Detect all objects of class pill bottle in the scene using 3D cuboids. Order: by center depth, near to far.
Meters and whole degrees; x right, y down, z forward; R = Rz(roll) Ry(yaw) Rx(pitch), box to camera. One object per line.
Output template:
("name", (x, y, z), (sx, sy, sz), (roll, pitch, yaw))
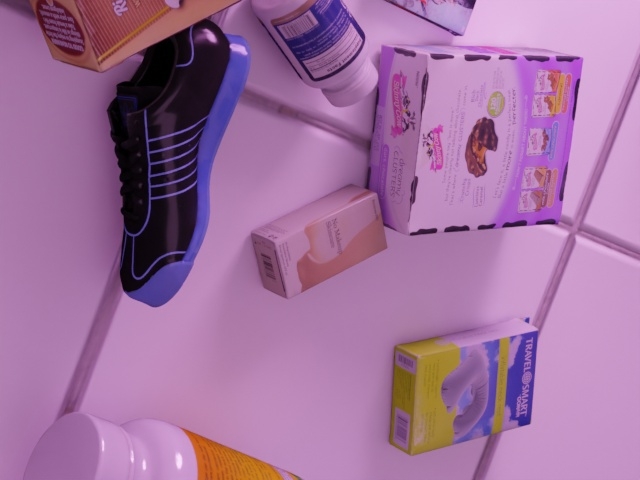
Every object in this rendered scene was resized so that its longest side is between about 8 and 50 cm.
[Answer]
("pill bottle", (-0.121, 0.227, 1.189), (0.246, 0.136, 0.136), (30, 86, -39))
("pill bottle", (-0.001, -0.170, 1.195), (0.067, 0.067, 0.120), (-48, 127, -14))

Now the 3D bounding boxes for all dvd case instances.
("dvd case", (0.100, -0.243, 1.282), (0.119, 0.013, 0.087), (19, 93, -38))

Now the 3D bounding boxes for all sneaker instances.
("sneaker", (-0.131, -0.067, 1.128), (0.090, 0.081, 0.232), (17, 88, -36))

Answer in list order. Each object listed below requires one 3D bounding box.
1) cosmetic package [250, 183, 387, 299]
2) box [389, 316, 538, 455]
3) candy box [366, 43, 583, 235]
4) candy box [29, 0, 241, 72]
("cosmetic package", (0.000, 0.000, 1.267), (0.115, 0.041, 0.060), (-28, 119, -27))
("box", (0.152, 0.143, 1.428), (0.178, 0.042, 0.109), (-9, 110, -34))
("candy box", (0.142, -0.096, 1.324), (0.196, 0.070, 0.164), (-4, 107, -37))
("candy box", (-0.150, -0.299, 0.991), (0.183, 0.087, 0.316), (-32, 121, -25))
